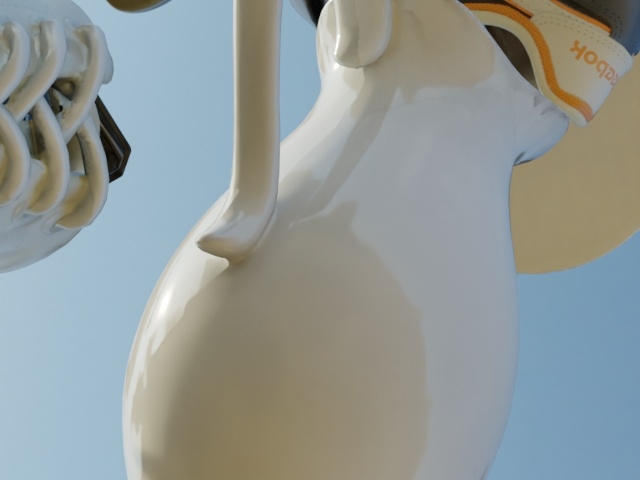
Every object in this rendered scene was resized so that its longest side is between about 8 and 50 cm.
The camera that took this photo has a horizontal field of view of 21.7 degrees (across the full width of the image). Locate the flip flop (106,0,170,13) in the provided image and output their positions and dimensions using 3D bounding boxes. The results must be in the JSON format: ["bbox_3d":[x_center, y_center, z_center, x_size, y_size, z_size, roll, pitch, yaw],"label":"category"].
[{"bbox_3d":[-0.130,-0.262,1.310,0.277,0.080,0.112,-28,-94,59],"label":"flip flop"}]

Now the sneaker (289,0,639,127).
[{"bbox_3d":[0.045,-0.144,0.983,0.321,0.126,0.127,14,-102,43],"label":"sneaker"}]

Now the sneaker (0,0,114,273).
[{"bbox_3d":[-0.089,-0.034,0.353,0.091,0.258,0.094,6,-84,-5],"label":"sneaker"}]

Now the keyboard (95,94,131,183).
[{"bbox_3d":[-0.293,-0.054,0.995,0.317,0.033,0.201,-26,-64,11],"label":"keyboard"}]

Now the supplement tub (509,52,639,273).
[{"bbox_3d":[0.136,-0.105,1.216,0.228,0.316,0.228,0,-78,0],"label":"supplement tub"}]

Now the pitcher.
[{"bbox_3d":[0.000,0.000,0.555,0.125,0.207,0.178,-2,-37,36],"label":"pitcher"}]
